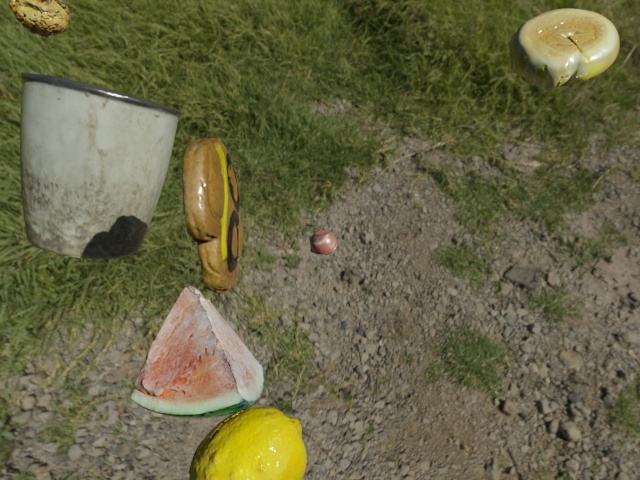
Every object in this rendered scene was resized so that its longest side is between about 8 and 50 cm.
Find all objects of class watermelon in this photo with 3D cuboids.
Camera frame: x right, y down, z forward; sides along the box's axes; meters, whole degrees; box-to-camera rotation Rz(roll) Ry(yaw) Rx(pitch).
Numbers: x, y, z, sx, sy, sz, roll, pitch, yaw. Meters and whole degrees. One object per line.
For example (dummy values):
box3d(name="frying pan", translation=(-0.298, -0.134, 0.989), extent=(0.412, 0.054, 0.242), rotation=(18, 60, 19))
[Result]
box3d(name="watermelon", translation=(-0.279, 0.289, 1.103), extent=(0.283, 0.250, 0.292), rotation=(-2, 57, 1))

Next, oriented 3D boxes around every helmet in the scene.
box3d(name="helmet", translation=(-0.002, -0.001, 1.165), extent=(0.084, 0.049, 0.065), rotation=(6, 56, 41))

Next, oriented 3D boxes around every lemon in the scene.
box3d(name="lemon", translation=(-0.167, 0.533, 1.103), extent=(0.261, 0.260, 0.283), rotation=(26, 73, 15))

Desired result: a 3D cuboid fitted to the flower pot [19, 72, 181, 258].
box3d(name="flower pot", translation=(-0.461, -0.144, 0.959), extent=(0.294, 0.293, 0.329), rotation=(12, 98, 6))

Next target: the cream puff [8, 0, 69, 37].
box3d(name="cream puff", translation=(-0.652, -0.533, 1.083), extent=(0.133, 0.119, 0.104), rotation=(42, 93, 18))

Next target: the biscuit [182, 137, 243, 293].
box3d(name="biscuit", translation=(-0.134, -0.030, 0.643), extent=(0.041, 0.290, 0.208), rotation=(-3, 77, -1))

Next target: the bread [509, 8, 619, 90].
box3d(name="bread", translation=(0.516, -0.408, 0.999), extent=(0.214, 0.104, 0.213), rotation=(-5, 63, 10))
